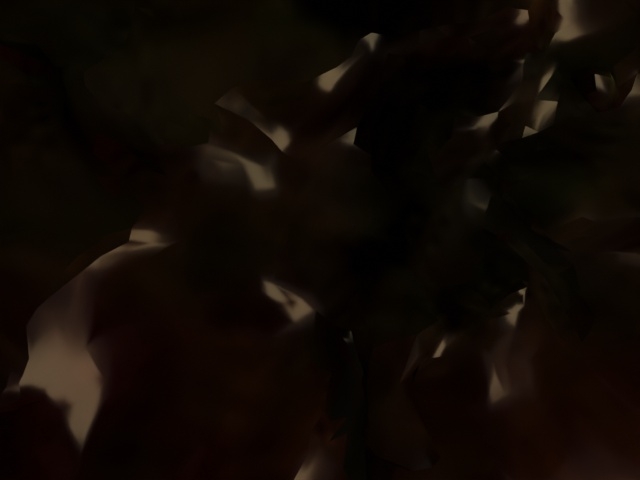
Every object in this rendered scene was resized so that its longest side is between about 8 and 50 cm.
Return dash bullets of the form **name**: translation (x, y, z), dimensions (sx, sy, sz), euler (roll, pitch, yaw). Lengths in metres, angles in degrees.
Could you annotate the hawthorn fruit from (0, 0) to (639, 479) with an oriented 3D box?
- **hawthorn fruit**: translation (-0.005, -0.001, 0.453), dimensions (0.308, 0.325, 0.308), euler (-1, 92, -26)
